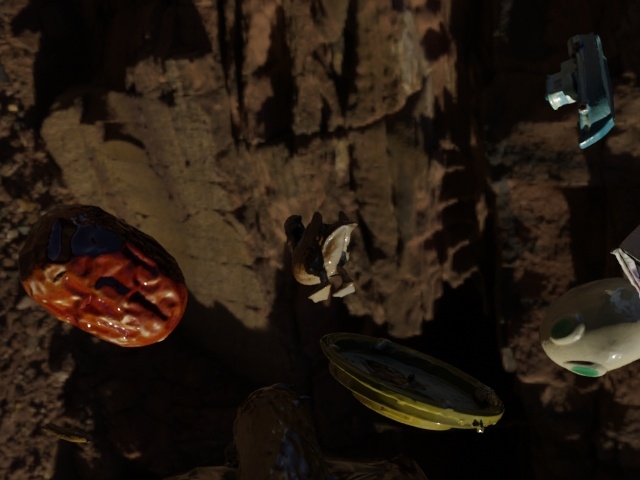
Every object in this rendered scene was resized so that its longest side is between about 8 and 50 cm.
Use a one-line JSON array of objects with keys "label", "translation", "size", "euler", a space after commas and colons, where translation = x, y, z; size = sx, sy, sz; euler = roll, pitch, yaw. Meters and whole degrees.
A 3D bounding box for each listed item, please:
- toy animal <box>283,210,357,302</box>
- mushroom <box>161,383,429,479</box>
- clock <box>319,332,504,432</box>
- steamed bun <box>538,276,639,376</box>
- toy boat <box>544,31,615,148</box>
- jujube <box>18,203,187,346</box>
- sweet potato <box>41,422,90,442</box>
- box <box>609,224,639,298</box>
[{"label": "toy animal", "translation": [0.000, 0.000, 1.146], "size": [0.188, 0.089, 0.179], "euler": [-56, -132, 41]}, {"label": "mushroom", "translation": [-0.023, 0.249, 0.626], "size": [0.283, 0.263, 0.195], "euler": [-102, -172, -71]}, {"label": "clock", "translation": [0.103, 0.178, 0.859], "size": [0.057, 0.237, 0.237], "euler": [-72, 162, 5]}, {"label": "steamed bun", "translation": [0.534, 0.173, 1.356], "size": [0.177, 0.228, 0.131], "euler": [64, 24, -13]}, {"label": "toy boat", "translation": [0.434, -0.250, 1.195], "size": [0.088, 0.102, 0.215], "euler": [33, 50, -46]}, {"label": "jujube", "translation": [-0.314, 0.053, 1.042], "size": [0.250, 0.174, 0.174], "euler": [39, 46, -27]}, {"label": "sweet potato", "translation": [-0.486, 0.363, 1.341], "size": [0.026, 0.115, 0.026], "euler": [11, 90, -70]}, {"label": "box", "translation": [0.529, -0.048, 0.844], "size": [0.190, 0.369, 0.112], "euler": [43, 6, -41]}]
